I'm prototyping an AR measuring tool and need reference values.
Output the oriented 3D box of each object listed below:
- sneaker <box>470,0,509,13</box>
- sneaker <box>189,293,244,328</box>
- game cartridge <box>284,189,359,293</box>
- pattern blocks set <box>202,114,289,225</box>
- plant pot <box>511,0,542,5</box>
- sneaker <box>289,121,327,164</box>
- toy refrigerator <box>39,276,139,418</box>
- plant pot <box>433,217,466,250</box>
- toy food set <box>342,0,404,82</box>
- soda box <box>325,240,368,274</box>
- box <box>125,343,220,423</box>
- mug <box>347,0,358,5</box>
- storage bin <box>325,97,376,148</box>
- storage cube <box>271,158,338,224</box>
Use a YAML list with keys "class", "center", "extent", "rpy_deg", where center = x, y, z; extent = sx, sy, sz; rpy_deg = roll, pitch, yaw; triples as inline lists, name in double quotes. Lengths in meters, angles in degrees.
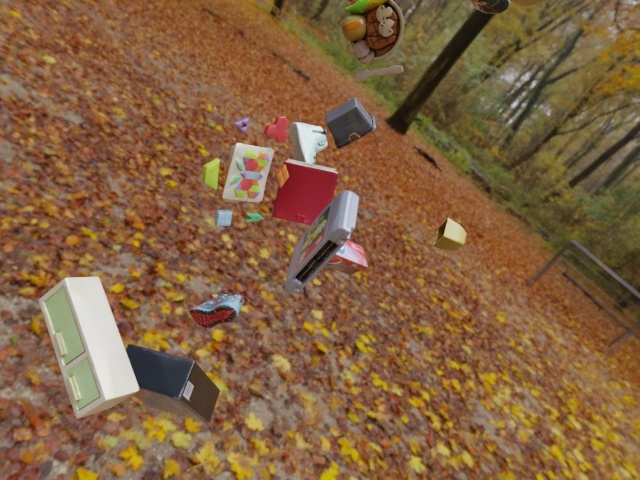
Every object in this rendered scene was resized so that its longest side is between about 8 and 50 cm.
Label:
- class: "sneaker"
  center: [0.399, -0.613, 1.217]
  extent: [0.178, 0.072, 0.077]
  rpy_deg: [15, 38, -20]
- class: "sneaker"
  center: [-0.410, 0.277, 1.971]
  extent: [0.104, 0.261, 0.125]
  rpy_deg: [65, 34, -21]
- class: "game cartridge"
  center: [0.000, 0.000, 1.352]
  extent: [0.060, 0.294, 0.196]
  rpy_deg: [33, 37, -12]
- class: "pattern blocks set"
  center: [-0.209, -0.196, 1.427]
  extent: [0.285, 0.325, 0.026]
  rpy_deg: [-15, 35, -36]
- class: "plant pot"
  center: [0.387, -0.606, 0.952]
  extent: [0.274, 0.256, 0.256]
  rpy_deg: [28, 21, -44]
- class: "sneaker"
  center: [-0.024, -0.330, 1.888]
  extent: [0.151, 0.094, 0.256]
  rpy_deg: [-7, 88, -34]
- class: "toy refrigerator"
  center: [-0.491, 0.218, 1.025]
  extent: [0.094, 0.102, 0.269]
  rpy_deg: [4, 57, -63]
- class: "plant pot"
  center: [0.442, -0.011, 1.652]
  extent: [0.083, 0.081, 0.081]
  rpy_deg: [25, 60, -3]
- class: "toy food set"
  center: [0.105, -0.430, 0.997]
  extent: [0.132, 0.192, 0.038]
  rpy_deg: [1, 14, 31]
- class: "soda box"
  center: [0.060, 0.045, 1.730]
  extent: [0.263, 0.083, 0.092]
  rpy_deg: [22, 48, -50]
- class: "box"
  center: [-0.387, 0.375, 1.260]
  extent: [0.184, 0.261, 0.103]
  rpy_deg: [9, 59, 10]
- class: "mug"
  center: [0.110, -0.737, 1.368]
  extent: [0.113, 0.150, 0.169]
  rpy_deg: [35, 15, 31]
- class: "storage bin"
  center: [0.080, -0.343, 1.421]
  extent: [0.091, 0.135, 0.098]
  rpy_deg: [47, 27, -36]
- class: "storage cube"
  center: [-0.053, -0.168, 1.693]
  extent: [0.215, 0.193, 0.184]
  rpy_deg: [13, 12, -2]
